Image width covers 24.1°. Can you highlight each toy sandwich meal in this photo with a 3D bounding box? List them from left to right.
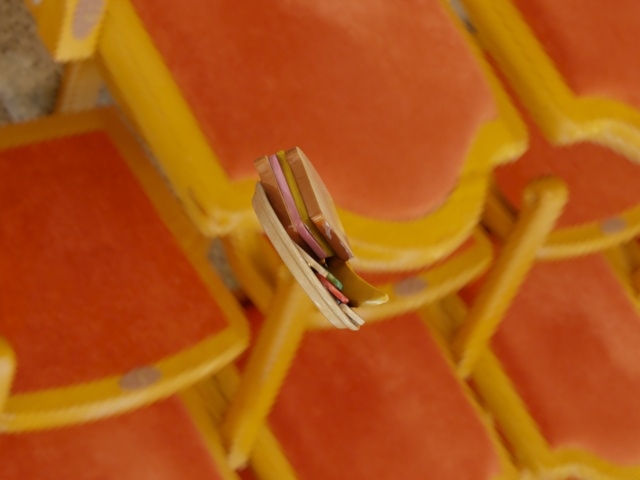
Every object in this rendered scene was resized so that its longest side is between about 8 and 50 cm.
[{"bbox_3d":[0.000,0.000,0.646,0.029,0.086,0.085,-34,153,5],"label":"toy sandwich meal"}]
